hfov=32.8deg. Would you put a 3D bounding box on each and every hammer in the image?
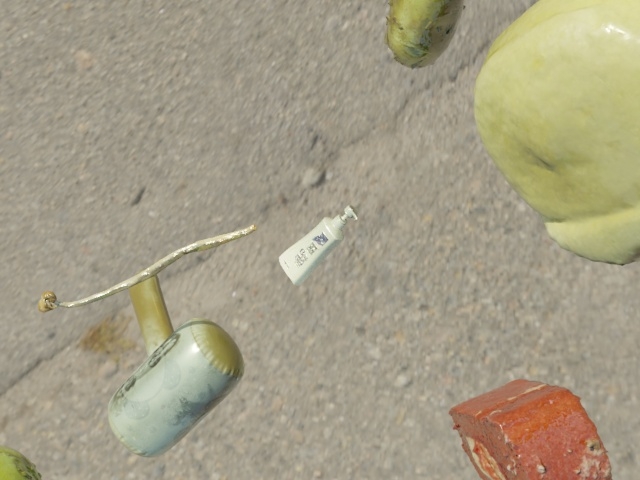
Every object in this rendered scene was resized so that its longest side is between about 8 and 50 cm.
[{"bbox_3d":[-0.223,0.142,1.510,0.202,0.305,0.113,-42,128,9],"label":"hammer"}]

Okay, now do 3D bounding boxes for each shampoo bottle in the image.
[{"bbox_3d":[0.000,0.000,1.474,0.034,0.049,0.141,17,128,-43],"label":"shampoo bottle"}]

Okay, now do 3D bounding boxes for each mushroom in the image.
[{"bbox_3d":[-0.208,0.036,1.306,0.286,0.026,0.028,-18,146,6],"label":"mushroom"}]

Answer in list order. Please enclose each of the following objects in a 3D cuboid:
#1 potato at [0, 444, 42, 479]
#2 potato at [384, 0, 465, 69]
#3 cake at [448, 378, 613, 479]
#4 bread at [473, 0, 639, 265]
[{"bbox_3d":[-0.391,0.336,1.264,0.148,0.253,0.186,2,88,-34],"label":"potato"},{"bbox_3d":[0.134,-0.305,1.339,0.090,0.117,0.226,23,145,9],"label":"potato"},{"bbox_3d":[0.310,0.311,1.616,0.150,0.283,0.177,-20,92,-15],"label":"cake"},{"bbox_3d":[0.321,-0.136,1.101,0.320,0.237,0.321,27,141,25],"label":"bread"}]
